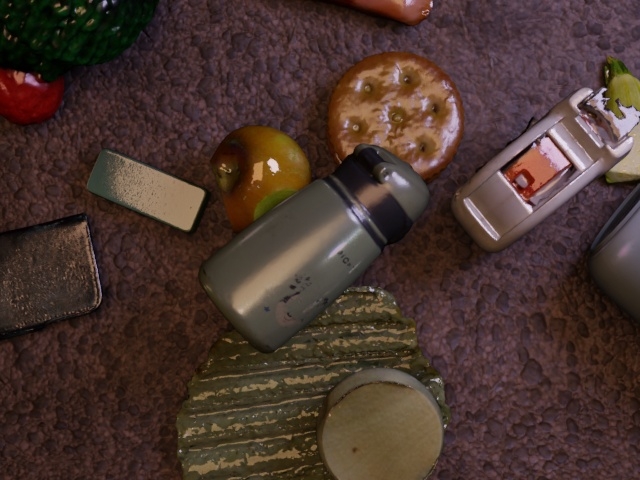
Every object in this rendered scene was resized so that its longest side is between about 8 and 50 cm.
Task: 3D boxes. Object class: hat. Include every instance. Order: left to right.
[{"bbox_3d":[-0.418,-0.330,1.522,0.242,0.274,0.332,47,118,16],"label":"hat"}]

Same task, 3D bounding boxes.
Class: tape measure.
[{"bbox_3d":[0.307,-0.098,1.424,0.265,0.258,0.130,-38,86,0],"label":"tape measure"}]

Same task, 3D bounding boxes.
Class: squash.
[{"bbox_3d":[0.465,-0.190,1.513,0.090,0.075,0.200,-10,84,27],"label":"squash"}]

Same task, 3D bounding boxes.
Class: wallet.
[{"bbox_3d":[-0.503,0.070,1.574,0.317,0.045,0.173,-14,82,3],"label":"wallet"}]

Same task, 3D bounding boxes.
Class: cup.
[{"bbox_3d":[0.573,0.000,1.427,0.274,0.259,0.357,38,58,6],"label":"cup"}]

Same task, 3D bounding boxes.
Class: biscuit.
[{"bbox_3d":[0.115,-0.182,1.542,0.220,0.066,0.221,0,84,2],"label":"biscuit"}]

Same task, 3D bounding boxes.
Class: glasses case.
[{"bbox_3d":[-0.272,-0.078,1.571,0.184,0.039,0.078,22,88,5],"label":"glasses case"}]

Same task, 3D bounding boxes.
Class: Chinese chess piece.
[{"bbox_3d":[0.086,0.279,1.450,0.188,0.083,0.189,0,96,-4],"label":"Chinese chess piece"}]

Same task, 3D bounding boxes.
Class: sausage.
[{"bbox_3d":[0.032,-0.409,1.555,0.299,0.083,0.089,16,87,2],"label":"sausage"}]

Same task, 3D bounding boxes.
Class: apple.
[{"bbox_3d":[-0.098,-0.094,1.500,0.163,0.147,0.146,-41,59,10],"label":"apple"}]

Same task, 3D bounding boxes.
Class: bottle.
[{"bbox_3d":[0.001,0.001,1.431,0.347,0.168,0.168,-39,84,-2],"label":"bottle"}]

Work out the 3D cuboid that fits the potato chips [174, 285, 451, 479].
[{"bbox_3d":[-0.020,0.256,1.517,0.429,0.070,0.359,-11,87,3],"label":"potato chips"}]
